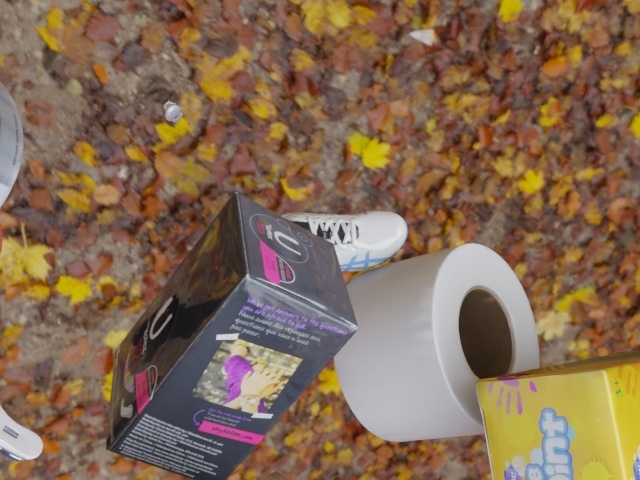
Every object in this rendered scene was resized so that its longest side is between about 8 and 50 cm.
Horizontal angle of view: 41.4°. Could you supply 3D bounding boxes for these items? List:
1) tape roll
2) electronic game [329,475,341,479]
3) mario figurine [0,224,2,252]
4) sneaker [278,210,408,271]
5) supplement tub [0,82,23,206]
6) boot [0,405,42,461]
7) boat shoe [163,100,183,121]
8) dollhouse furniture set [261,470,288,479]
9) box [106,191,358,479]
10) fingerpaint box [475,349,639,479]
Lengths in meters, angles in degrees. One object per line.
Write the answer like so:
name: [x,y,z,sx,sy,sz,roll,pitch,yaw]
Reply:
tape roll: [0.156,0.139,1.127,0.246,0.169,0.246,19,64,-44]
electronic game: [-0.036,0.544,1.618,0.048,0.229,0.229,39,94,7]
mario figurine: [-0.602,-0.024,1.243,0.170,0.198,0.320,-30,144,3]
sneaker: [0.000,0.000,1.148,0.237,0.086,0.085,-5,80,15]
supplement tub: [-0.378,-0.107,0.654,0.193,0.316,0.194,0,82,3]
boot: [-0.644,0.374,1.669,0.190,0.086,0.069,46,45,-18]
boat shoe: [-0.309,-0.270,1.744,0.035,0.100,0.035,-42,91,2]
dollhouse furniture set: [-0.059,0.492,1.355,0.129,0.183,0.129,-57,163,13]
box: [-0.105,0.112,0.929,0.143,0.165,0.270,28,114,-26]
fingerpaint box: [0.373,0.353,0.954,0.371,0.163,0.445,2,77,-46]
